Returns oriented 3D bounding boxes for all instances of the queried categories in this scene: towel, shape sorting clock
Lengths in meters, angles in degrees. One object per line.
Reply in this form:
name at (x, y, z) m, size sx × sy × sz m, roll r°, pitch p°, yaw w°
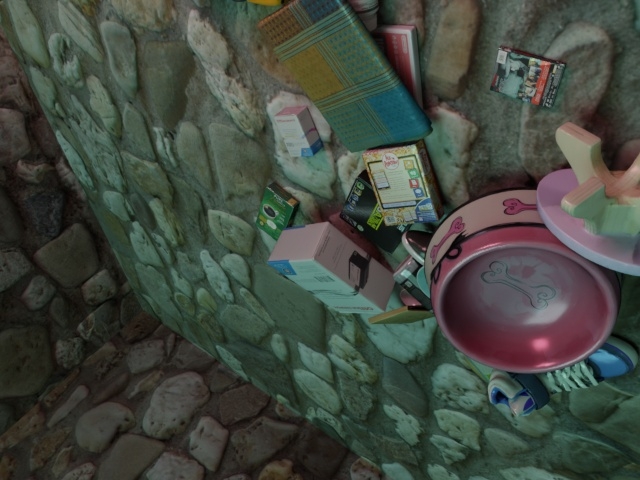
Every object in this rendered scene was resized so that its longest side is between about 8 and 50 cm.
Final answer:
towel at (0.051, -0.349, 1.143) m, size 0.271 × 0.040 × 0.370 m, roll 1°, pitch 139°, yaw 53°
shape sorting clock at (0.501, 0.357, 1.537) m, size 0.206 × 0.040 × 0.206 m, roll 38°, pitch 154°, yaw 22°

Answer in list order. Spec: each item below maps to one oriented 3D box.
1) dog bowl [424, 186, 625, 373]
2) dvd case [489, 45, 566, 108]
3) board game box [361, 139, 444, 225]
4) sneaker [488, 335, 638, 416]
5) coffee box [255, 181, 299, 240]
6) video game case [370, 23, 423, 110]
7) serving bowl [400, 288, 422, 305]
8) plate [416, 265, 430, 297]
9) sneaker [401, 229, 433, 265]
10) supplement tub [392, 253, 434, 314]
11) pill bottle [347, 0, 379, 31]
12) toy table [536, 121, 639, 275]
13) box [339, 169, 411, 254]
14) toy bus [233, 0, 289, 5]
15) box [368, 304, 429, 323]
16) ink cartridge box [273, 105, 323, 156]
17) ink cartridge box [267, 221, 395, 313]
dog bowl at (0.412, 0.103, 1.109) m, size 0.408 × 0.150 × 0.408 m, roll 9°, pitch 126°, yaw 13°
dvd case at (0.370, -0.294, 0.968) m, size 0.119 × 0.013 × 0.087 m, roll 25°, pitch 143°, yaw 25°
board game box at (0.195, -0.133, 1.268) m, size 0.146 × 0.045 × 0.193 m, roll -3°, pitch 117°, yaw 38°
sneaker at (0.554, 0.338, 1.274) m, size 0.323 × 0.236 × 0.130 m, roll -10°, pitch 120°, yaw 52°
coffee box at (-0.139, -0.086, 1.713) m, size 0.113 × 0.040 × 0.184 m, roll 37°, pitch 138°, yaw 13°
video game case at (0.088, -0.371, 1.178) m, size 0.285 × 0.025 × 0.204 m, roll 19°, pitch 140°, yaw 34°
serving bowl at (0.276, 0.167, 1.580) m, size 0.083 × 0.027 × 0.083 m, roll 29°, pitch 145°, yaw 23°
plate at (0.324, 0.108, 1.291) m, size 0.188 × 0.024 × 0.188 m, roll 22°, pitch 148°, yaw 15°
sneaker at (0.343, 0.021, 1.279) m, size 0.295 × 0.104 × 0.147 m, roll 29°, pitch 143°, yaw 13°
supplement tub at (0.295, 0.117, 1.420) m, size 0.190 × 0.117 × 0.117 m, roll 43°, pitch 148°, yaw 3°
pill bottle at (0.073, -0.475, 1.028) m, size 0.078 × 0.078 × 0.137 m, roll 23°, pitch 142°, yaw 30°
toy table at (0.487, -0.077, 0.891) m, size 0.274 × 0.252 × 0.161 m, roll 34°, pitch 157°, yaw 36°
box at (0.153, -0.071, 1.429) m, size 0.184 × 0.045 × 0.191 m, roll 39°, pitch 147°, yaw 10°
toy bus at (-0.196, -0.596, 1.136) m, size 0.332 × 0.130 × 0.108 m, roll 27°, pitch 145°, yaw 25°
box at (0.258, 0.216, 1.559) m, size 0.201 × 0.164 × 0.021 m, roll -32°, pitch 59°, yaw 57°
ink cartridge box at (-0.058, -0.285, 1.411) m, size 0.088 × 0.052 × 0.122 m, roll 8°, pitch 134°, yaw 43°
ink cartridge box at (0.036, 0.087, 1.577) m, size 0.307 × 0.129 × 0.223 m, roll 38°, pitch 153°, yaw -30°
